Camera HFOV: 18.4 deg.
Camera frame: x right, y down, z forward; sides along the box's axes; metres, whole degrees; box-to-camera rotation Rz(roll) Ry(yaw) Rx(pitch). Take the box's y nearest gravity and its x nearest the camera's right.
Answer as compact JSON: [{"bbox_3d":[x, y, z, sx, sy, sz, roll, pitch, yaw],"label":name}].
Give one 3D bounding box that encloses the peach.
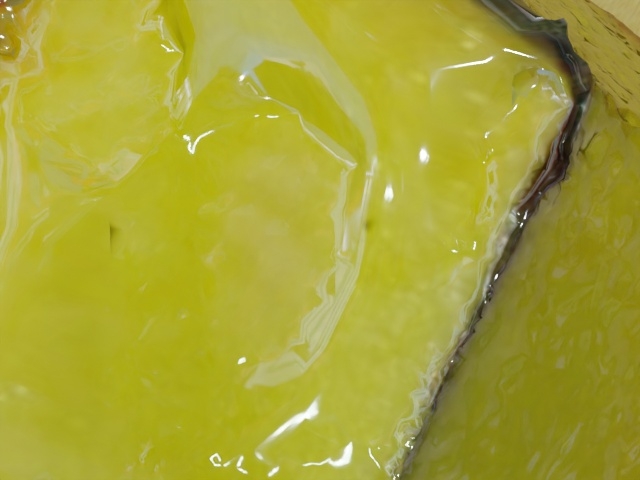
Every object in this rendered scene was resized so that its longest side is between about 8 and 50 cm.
[{"bbox_3d":[0.000,0.000,0.825,0.306,0.242,0.380,19,92,31],"label":"peach"}]
